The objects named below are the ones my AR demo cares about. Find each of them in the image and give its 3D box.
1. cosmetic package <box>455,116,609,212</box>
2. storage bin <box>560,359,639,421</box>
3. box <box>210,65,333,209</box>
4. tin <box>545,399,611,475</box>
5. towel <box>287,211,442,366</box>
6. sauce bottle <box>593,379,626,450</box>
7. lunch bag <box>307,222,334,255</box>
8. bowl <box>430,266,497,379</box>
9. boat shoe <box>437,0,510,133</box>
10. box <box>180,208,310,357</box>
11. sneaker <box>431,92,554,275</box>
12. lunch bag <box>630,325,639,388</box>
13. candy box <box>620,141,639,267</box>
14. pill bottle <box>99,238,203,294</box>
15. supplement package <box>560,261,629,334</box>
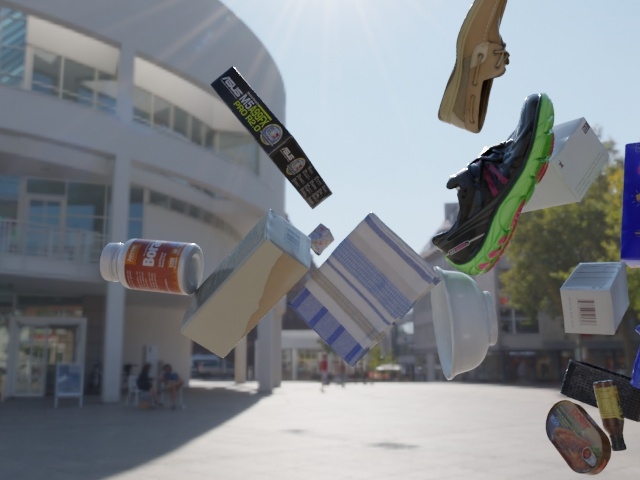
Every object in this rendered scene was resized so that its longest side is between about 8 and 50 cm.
[{"bbox_3d":[0.610,-0.201,2.067,0.156,0.217,0.385,51,-27,-18],"label":"cosmetic package"},{"bbox_3d":[0.657,0.342,1.606,0.180,0.084,0.122,17,1,43],"label":"storage bin"},{"bbox_3d":[-0.092,-0.199,1.418,0.060,0.216,0.270,-40,-27,1],"label":"box"},{"bbox_3d":[0.567,0.433,1.555,0.040,0.106,0.189,17,21,-20],"label":"tin"},{"bbox_3d":[0.088,0.105,1.492,0.285,0.209,0.034,-47,-12,13],"label":"towel"},{"bbox_3d":[0.543,0.326,1.318,0.042,0.128,0.042,-9,-9,-2],"label":"sauce bottle"},{"bbox_3d":[0.000,0.000,2.103,0.053,0.071,0.083,36,-15,36],"label":"lunch bag"},{"bbox_3d":[0.377,0.207,1.837,0.134,0.297,0.298,-7,-11,0],"label":"bowl"},{"bbox_3d":[0.353,-0.392,1.511,0.110,0.341,0.122,29,44,20],"label":"boat shoe"},{"bbox_3d":[-0.165,0.097,1.559,0.121,0.148,0.311,36,-66,-19],"label":"box"},{"bbox_3d":[0.424,-0.155,1.732,0.202,0.482,0.185,28,3,20],"label":"sneaker"},{"bbox_3d":[0.786,0.229,1.470,0.293,0.220,0.138,17,2,-16],"label":"lunch bag"},{"bbox_3d":[0.910,-0.093,1.775,0.268,0.316,0.122,-1,-16,40],"label":"candy box"},{"bbox_3d":[-0.393,0.058,1.640,0.216,0.121,0.121,4,-10,13],"label":"pill bottle"},{"bbox_3d":[0.606,0.124,1.553,0.105,0.105,0.179,-3,15,35],"label":"supplement package"}]
